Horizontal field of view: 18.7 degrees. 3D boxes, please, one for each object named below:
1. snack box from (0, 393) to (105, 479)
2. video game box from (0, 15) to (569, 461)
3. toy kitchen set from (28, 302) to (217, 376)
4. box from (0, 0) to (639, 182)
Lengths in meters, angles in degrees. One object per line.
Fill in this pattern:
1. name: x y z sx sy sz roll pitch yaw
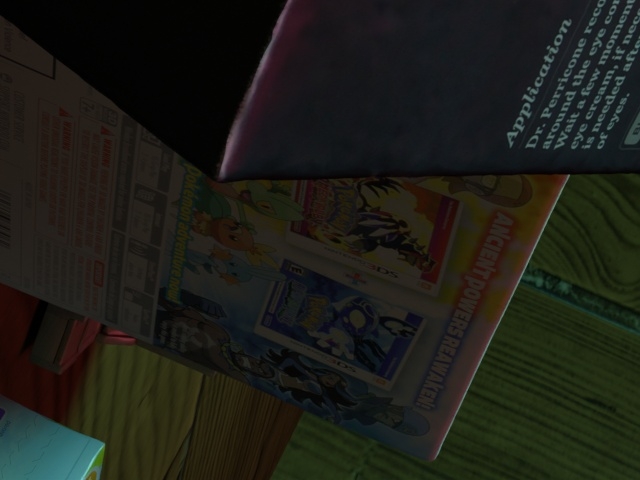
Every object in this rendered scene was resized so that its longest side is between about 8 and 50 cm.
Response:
1. snack box: -0.162 0.184 0.795 0.207 0.070 0.174 109 8 -52
2. video game box: -0.025 -0.023 0.600 0.205 0.187 0.048 106 10 -59
3. toy kitchen set: -0.079 0.027 0.891 0.083 0.075 0.068 -51 163 -71
4. box: -0.003 -0.088 0.408 0.158 0.156 0.093 -3 123 -50
